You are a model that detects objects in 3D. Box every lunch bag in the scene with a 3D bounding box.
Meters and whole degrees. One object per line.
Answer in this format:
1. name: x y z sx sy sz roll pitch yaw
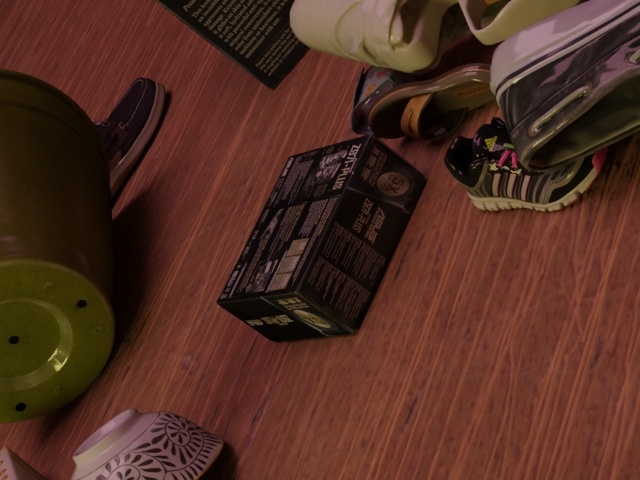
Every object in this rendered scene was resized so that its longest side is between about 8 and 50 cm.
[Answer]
1. lunch bag: 0.062 -0.155 1.584 0.083 0.053 0.071 -37 23 37

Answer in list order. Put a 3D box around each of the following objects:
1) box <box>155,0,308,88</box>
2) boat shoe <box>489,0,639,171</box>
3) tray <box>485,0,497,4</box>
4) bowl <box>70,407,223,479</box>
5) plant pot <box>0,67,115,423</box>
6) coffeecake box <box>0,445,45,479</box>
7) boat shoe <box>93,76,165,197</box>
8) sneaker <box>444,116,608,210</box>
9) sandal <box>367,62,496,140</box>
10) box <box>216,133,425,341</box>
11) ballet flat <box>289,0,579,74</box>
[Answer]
1. box: -0.143 -0.385 1.949 0.182 0.294 0.296 -48 25 11
2. boat shoe: 0.285 -0.145 1.137 0.335 0.121 0.119 -27 62 34
3. tray: 0.314 -0.341 1.231 0.411 0.076 0.202 -16 40 25
4. bowl: -0.182 0.212 1.433 0.170 0.080 0.170 -37 7 6
5. plant pot: -0.403 0.027 1.861 0.366 0.366 0.353 -48 36 12
6. coffeecake box: -0.359 0.329 1.656 0.142 0.068 0.185 -46 25 -1
7. boat shoe: -0.317 -0.126 2.153 0.103 0.092 0.285 -7 50 59
8. sneaker: 0.165 -0.067 1.268 0.170 0.075 0.063 -6 52 57
9. sandal: 0.111 -0.123 1.458 0.180 0.072 0.049 -16 65 47
10. box: 0.000 0.000 1.462 0.147 0.077 0.180 -12 48 55
11. ballet flat: 0.127 -0.234 1.450 0.400 0.139 0.139 -18 41 33
